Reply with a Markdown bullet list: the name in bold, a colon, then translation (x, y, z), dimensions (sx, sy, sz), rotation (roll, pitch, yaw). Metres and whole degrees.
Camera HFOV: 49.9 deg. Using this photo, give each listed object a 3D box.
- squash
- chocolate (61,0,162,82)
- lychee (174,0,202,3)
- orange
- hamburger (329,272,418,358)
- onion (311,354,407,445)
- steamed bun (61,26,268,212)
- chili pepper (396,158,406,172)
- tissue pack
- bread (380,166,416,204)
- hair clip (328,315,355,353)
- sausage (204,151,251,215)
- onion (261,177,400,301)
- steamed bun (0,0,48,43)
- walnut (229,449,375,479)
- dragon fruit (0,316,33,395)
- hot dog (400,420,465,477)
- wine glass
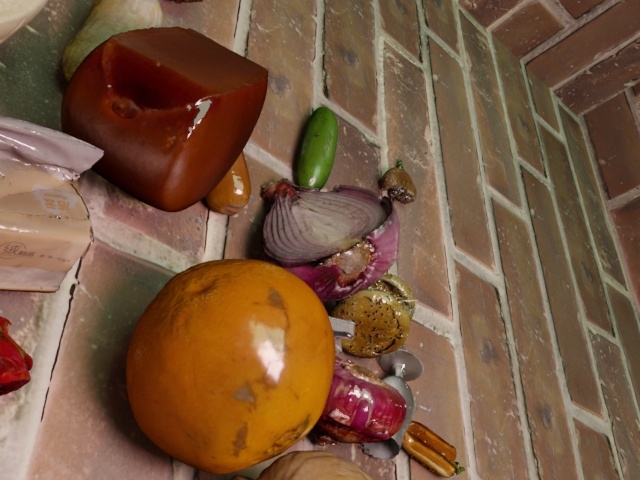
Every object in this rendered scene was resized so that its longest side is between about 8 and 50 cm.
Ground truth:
- **squash**: translation (-0.004, -0.219, 1.600), dimensions (0.082, 0.082, 0.292), rotation (37, 42, -26)
- **chocolate**: translation (-0.371, -0.365, 1.251), dimensions (0.134, 0.134, 0.309), rotation (34, 46, -29)
- **lychee**: translation (-0.294, -0.603, 1.455), dimensions (0.238, 0.200, 0.200), rotation (-17, 78, -37)
- **orange**: translation (-0.127, 0.176, 1.002), dimensions (0.312, 0.312, 0.312), rotation (28, 46, -34)
- **hamburger**: translation (0.108, 0.149, 1.383), dimensions (0.177, 0.185, 0.113), rotation (64, 27, -19)
- **onion**: translation (0.032, 0.292, 1.223), dimensions (0.230, 0.163, 0.230), rotation (33, 4, -2)
- **steamed bun**: translation (-0.246, -0.189, 1.108), dimensions (0.235, 0.248, 0.379), rotation (29, 24, 0)
- **chili pepper**: translation (0.229, -0.187, 1.894), dimensions (0.027, 0.022, 0.083), rotation (-18, 83, -54)
- **tissue pack**: translation (-0.449, -0.078, 0.855), dimensions (0.305, 0.238, 0.239), rotation (9, 58, -46)
- **bread**: translation (0.201, -0.145, 1.802), dimensions (0.113, 0.060, 0.082), rotation (32, 44, -33)
- **hair clip**: translation (-0.043, 0.137, 1.302), dimensions (0.218, 0.071, 0.159), rotation (27, 27, -16)
- **sausage**: translation (-0.201, -0.179, 1.327), dimensions (0.105, 0.105, 0.274), rotation (2, 64, -48)
- **onion**: translation (0.000, 0.000, 1.364), dimensions (0.267, 0.348, 0.159), rotation (-23, 123, -16)
- **steamed bun**: translation (-0.522, -0.348, 0.945), dimensions (0.272, 0.290, 0.274), rotation (17, 70, -48)
- **walnut**: translation (-0.029, 0.439, 0.959), dimensions (0.296, 0.285, 0.285), rotation (-39, 97, -16)
- **dragon fruit**: translation (-0.450, 0.138, 0.803), dimensions (0.261, 0.189, 0.163), rotation (-6, 100, -54)
- **hot dog**: translation (0.221, 0.431, 1.421), dimensions (0.188, 0.055, 0.072), rotation (40, 43, -23)
- **wine glass**: translation (0.140, 0.319, 1.370), dimensions (0.103, 0.103, 0.222), rotation (46, 37, -16)
